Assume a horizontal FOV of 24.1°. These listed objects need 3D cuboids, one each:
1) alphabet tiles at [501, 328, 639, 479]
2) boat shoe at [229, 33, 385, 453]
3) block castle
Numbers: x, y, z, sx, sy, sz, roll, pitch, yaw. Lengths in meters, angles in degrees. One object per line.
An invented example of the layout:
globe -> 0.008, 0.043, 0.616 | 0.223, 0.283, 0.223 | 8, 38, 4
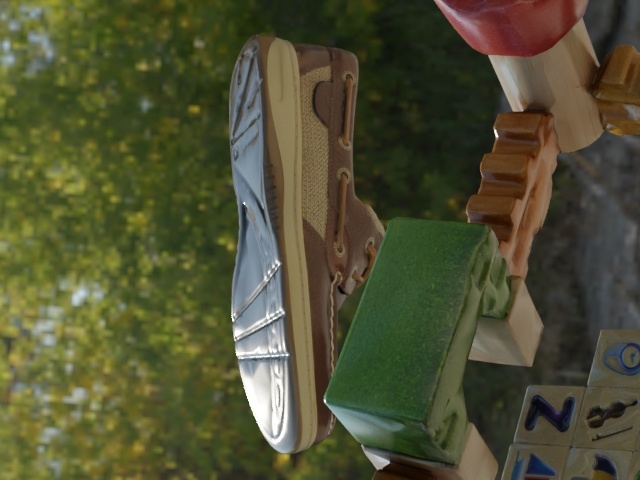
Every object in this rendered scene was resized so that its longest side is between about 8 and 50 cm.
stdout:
alphabet tiles -> 0.293, 0.195, 1.168 | 0.011, 0.342, 0.285 | 46, -127, -42
boat shoe -> 0.000, 0.000, 1.221 | 0.123, 0.123, 0.342 | 145, 123, -62
block castle -> 0.136, 0.048, 0.645 | 0.213, 0.303, 0.453 | 56, -130, -51
